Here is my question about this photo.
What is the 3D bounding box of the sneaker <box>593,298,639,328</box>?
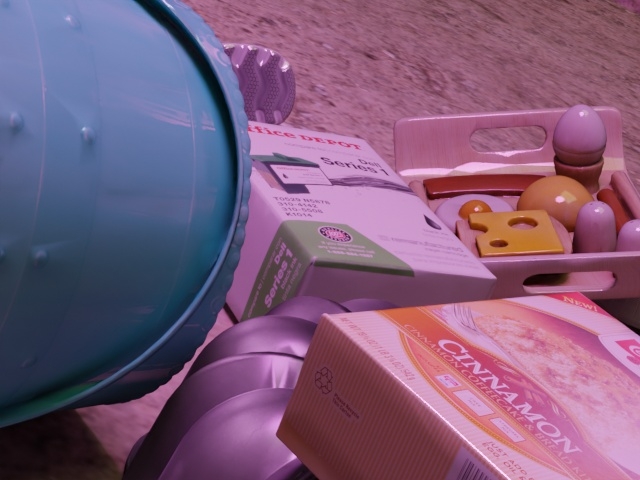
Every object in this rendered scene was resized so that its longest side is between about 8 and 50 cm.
[{"bbox_3d":[0.333,0.054,1.207,0.217,0.079,0.121,22,4,22],"label":"sneaker"}]

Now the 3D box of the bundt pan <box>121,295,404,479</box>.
[{"bbox_3d":[0.057,0.139,0.705,0.330,0.124,0.331,17,24,-8],"label":"bundt pan"}]

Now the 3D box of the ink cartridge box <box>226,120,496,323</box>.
[{"bbox_3d":[0.000,0.000,0.992,0.160,0.093,0.219,7,28,-32],"label":"ink cartridge box"}]

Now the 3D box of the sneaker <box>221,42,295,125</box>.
[{"bbox_3d":[-0.169,-0.129,1.166,0.281,0.105,0.115,10,-8,-17],"label":"sneaker"}]

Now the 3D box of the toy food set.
[{"bbox_3d":[0.184,-0.042,1.147,0.219,0.092,0.306,-3,25,-1],"label":"toy food set"}]

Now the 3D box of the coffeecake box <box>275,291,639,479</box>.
[{"bbox_3d":[0.099,0.091,0.600,0.185,0.068,0.142,-2,32,-44],"label":"coffeecake box"}]

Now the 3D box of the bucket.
[{"bbox_3d":[-0.179,-0.032,0.701,0.183,0.281,0.281,5,28,-45],"label":"bucket"}]
